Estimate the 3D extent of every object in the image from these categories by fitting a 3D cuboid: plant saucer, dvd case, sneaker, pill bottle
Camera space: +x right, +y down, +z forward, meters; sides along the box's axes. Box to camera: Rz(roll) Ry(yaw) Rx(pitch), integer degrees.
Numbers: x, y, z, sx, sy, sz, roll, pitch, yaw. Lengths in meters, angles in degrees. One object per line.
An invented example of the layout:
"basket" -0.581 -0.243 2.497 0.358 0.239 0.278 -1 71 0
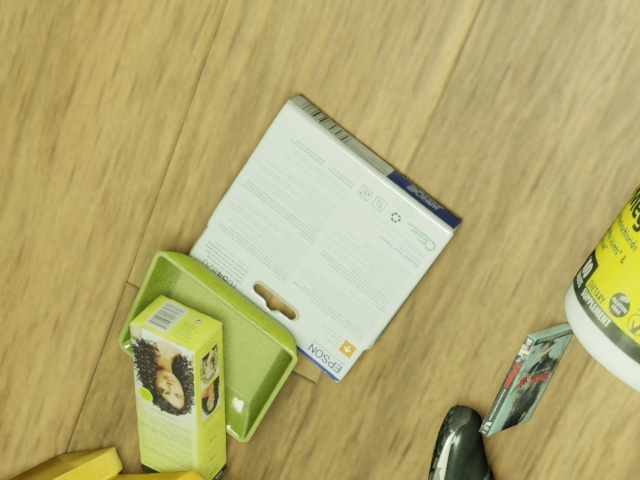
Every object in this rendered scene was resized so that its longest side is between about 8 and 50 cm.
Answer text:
"plant saucer" -0.116 0.107 1.597 0.188 0.045 0.188 37 138 7
"dvd case" 0.210 0.140 1.489 0.013 0.087 0.119 35 115 29
"sneaker" 0.173 0.303 1.554 0.124 0.107 0.283 7 115 9
"pill bottle" 0.380 -0.020 1.320 0.188 0.188 0.334 35 114 8

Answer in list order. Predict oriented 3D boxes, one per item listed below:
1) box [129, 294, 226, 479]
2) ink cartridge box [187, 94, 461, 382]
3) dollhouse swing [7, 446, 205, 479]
"box" -0.153 0.173 1.601 0.087 0.058 0.232 22 135 24
"ink cartridge box" 0.000 0.000 1.547 0.223 0.045 0.224 39 117 6
"dollhouse swing" -0.248 0.439 1.619 0.305 0.315 0.347 -4 109 63
